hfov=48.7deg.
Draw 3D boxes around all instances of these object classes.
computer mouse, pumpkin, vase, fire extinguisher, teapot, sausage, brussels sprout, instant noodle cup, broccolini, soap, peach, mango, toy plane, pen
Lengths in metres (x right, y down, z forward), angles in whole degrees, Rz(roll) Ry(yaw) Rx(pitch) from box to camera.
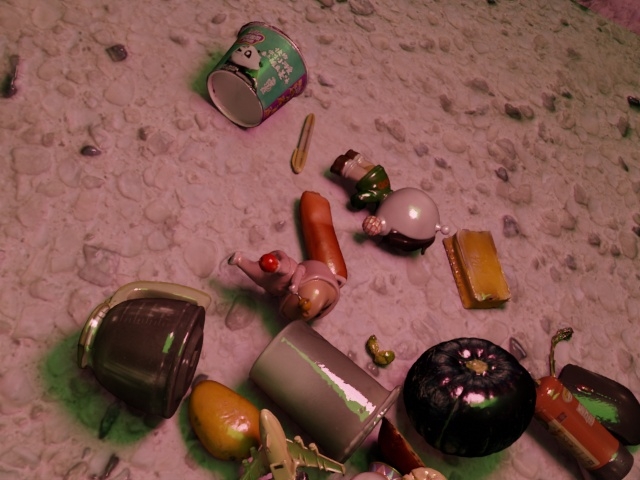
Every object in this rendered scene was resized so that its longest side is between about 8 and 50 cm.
[{"bbox_3d":[0.792,0.455,1.969,0.295,0.087,0.168,30,53,-6],"label":"computer mouse"},{"bbox_3d":[0.352,0.387,1.707,0.314,0.239,0.315,7,37,-5],"label":"pumpkin"},{"bbox_3d":[-0.001,0.333,1.586,0.291,0.245,0.245,39,51,12],"label":"vase"},{"bbox_3d":[0.622,0.462,1.844,0.376,0.200,0.113,46,73,0],"label":"fire extinguisher"},{"bbox_3d":[-0.363,0.188,1.482,0.239,0.240,0.322,17,59,0],"label":"teapot"},{"bbox_3d":[0.000,0.000,1.867,0.089,0.083,0.300,1,58,-25],"label":"sausage"},{"bbox_3d":[0.149,0.281,1.794,0.083,0.046,0.051,41,55,14],"label":"brussels sprout"},{"bbox_3d":[-0.186,-0.446,1.963,0.251,0.251,0.190,38,60,0],"label":"instant noodle cup"},{"bbox_3d":[0.681,0.320,2.039,0.052,0.054,0.194,20,56,22],"label":"broccolini"},{"bbox_3d":[0.454,0.080,2.044,0.134,0.076,0.234,2,59,-27],"label":"soap"},{"bbox_3d":[0.187,0.488,1.582,0.068,0.189,0.279,-41,123,-7],"label":"peach"},{"bbox_3d":[-0.206,0.384,1.521,0.137,0.098,0.195,-27,68,-33],"label":"mango"},{"bbox_3d":[-0.078,0.460,1.451,0.241,0.256,0.104,-14,30,7],"label":"toy plane"},{"bbox_3d":[-0.049,-0.285,2.053,0.040,0.032,0.234,7,53,6],"label":"pen"}]

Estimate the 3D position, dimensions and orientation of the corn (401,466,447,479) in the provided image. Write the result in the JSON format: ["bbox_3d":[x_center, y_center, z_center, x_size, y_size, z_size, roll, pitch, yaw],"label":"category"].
[{"bbox_3d":[0.242,0.605,1.503,0.123,0.305,0.122,-2,38,19],"label":"corn"}]

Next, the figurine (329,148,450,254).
[{"bbox_3d":[0.191,-0.109,1.981,0.370,0.167,0.281,43,37,10],"label":"figurine"}]

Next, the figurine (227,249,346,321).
[{"bbox_3d":[-0.073,0.112,1.671,0.287,0.176,0.186,36,28,-37],"label":"figurine"}]

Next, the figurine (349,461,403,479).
[{"bbox_3d":[0.084,0.606,1.499,0.190,0.142,0.263,55,50,-17],"label":"figurine"}]

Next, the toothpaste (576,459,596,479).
[{"bbox_3d":[0.734,0.648,1.848,0.089,0.057,0.234,7,51,-25],"label":"toothpaste"}]
